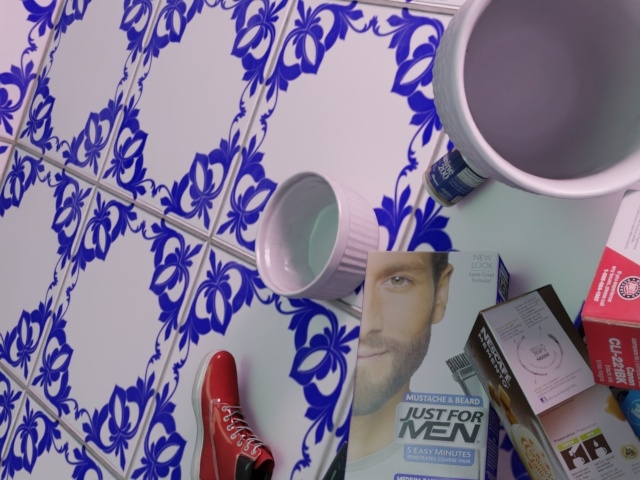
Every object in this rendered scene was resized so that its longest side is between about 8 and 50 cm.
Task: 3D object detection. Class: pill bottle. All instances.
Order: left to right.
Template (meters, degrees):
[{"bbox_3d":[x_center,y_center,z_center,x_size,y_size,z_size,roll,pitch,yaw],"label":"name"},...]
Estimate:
[{"bbox_3d":[0.210,-0.106,1.541,0.120,0.067,0.067,-40,50,33],"label":"pill bottle"}]

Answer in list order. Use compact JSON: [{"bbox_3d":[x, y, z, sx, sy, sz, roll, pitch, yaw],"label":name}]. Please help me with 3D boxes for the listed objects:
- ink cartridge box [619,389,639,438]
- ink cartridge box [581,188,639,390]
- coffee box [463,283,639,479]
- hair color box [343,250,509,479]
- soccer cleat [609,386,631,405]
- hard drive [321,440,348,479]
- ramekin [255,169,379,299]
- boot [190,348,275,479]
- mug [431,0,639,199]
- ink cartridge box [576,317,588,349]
[{"bbox_3d":[0.448,0.144,1.173,0.134,0.078,0.231,44,110,47],"label":"ink cartridge box"},{"bbox_3d":[0.427,0.059,1.076,0.273,0.114,0.197,6,47,30],"label":"ink cartridge box"},{"bbox_3d":[0.272,0.194,1.250,0.141,0.098,0.246,96,151,-65],"label":"coffee box"},{"bbox_3d":[0.144,0.187,1.415,0.185,0.110,0.339,0,70,19],"label":"hair color box"},{"bbox_3d":[0.374,0.164,1.291,0.035,0.029,0.083,49,115,33],"label":"soccer cleat"},{"bbox_3d":[0.040,0.443,1.553,0.172,0.054,0.254,33,101,49],"label":"hard drive"},{"bbox_3d":[0.000,0.000,1.713,0.207,0.109,0.207,-21,62,44],"label":"ramekin"},{"bbox_3d":[-0.135,0.305,1.782,0.176,0.088,0.244,-5,81,48],"label":"boot"},{"bbox_3d":[0.315,-0.219,1.298,0.374,0.276,0.328,-29,6,1],"label":"mug"},{"bbox_3d":[0.391,0.048,1.273,0.097,0.046,0.207,22,84,50],"label":"ink cartridge box"}]
